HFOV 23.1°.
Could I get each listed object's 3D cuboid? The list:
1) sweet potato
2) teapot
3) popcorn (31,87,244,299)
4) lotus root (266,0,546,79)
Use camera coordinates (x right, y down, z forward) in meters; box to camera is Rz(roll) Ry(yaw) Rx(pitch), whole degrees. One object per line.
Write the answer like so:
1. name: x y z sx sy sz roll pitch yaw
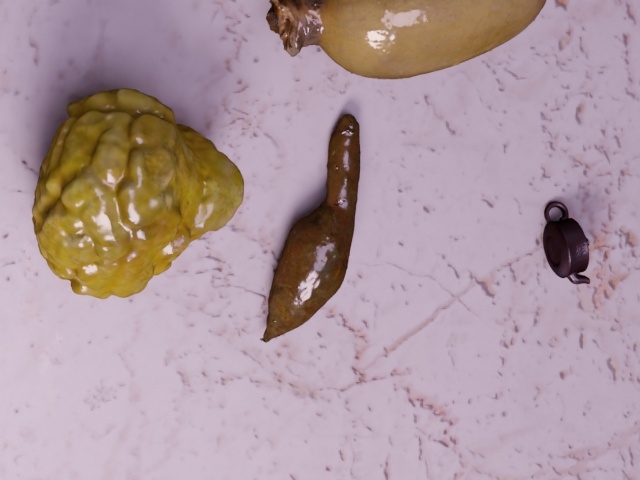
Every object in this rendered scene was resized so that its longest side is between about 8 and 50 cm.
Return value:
1. sweet potato: 0.002 -0.001 1.668 0.074 0.075 0.269 15 104 -23
2. teapot: 0.280 0.003 1.768 0.045 0.068 0.100 -14 83 -16
3. popcorn: -0.177 -0.041 1.521 0.203 0.200 0.226 3 114 -13
4. lotus root: 0.103 -0.231 1.557 0.303 0.131 0.146 -15 160 -14
